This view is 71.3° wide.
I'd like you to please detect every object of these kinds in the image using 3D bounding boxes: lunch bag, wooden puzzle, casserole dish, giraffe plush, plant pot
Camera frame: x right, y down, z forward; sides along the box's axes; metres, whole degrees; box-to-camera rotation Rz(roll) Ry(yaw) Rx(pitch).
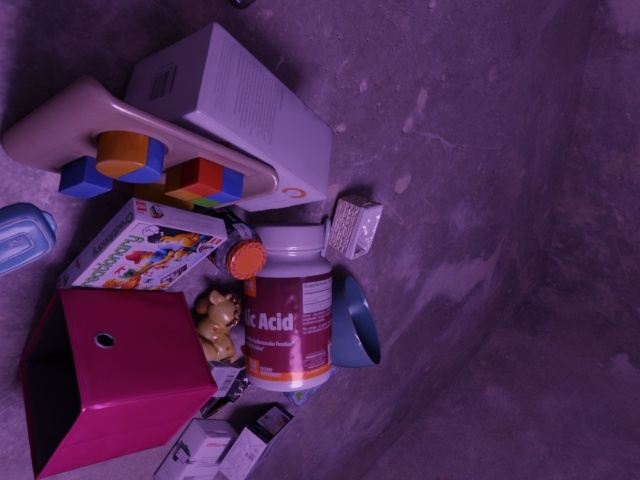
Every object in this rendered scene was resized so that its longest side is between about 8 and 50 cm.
[{"bbox_3d":[-0.044,0.474,1.589,0.219,0.090,0.176,-39,138,-18],"label":"lunch bag"},{"bbox_3d":[-0.297,-0.109,0.752,0.348,0.322,0.080,23,66,-48],"label":"wooden puzzle"},{"bbox_3d":[-0.561,0.011,0.784,0.188,0.037,0.114,-32,136,-26],"label":"casserole dish"},{"bbox_3d":[-0.273,0.211,1.126,0.181,0.210,0.170,82,23,-77],"label":"giraffe plush"},{"bbox_3d":[0.050,0.283,1.438,0.196,0.290,0.290,-21,143,15],"label":"plant pot"}]

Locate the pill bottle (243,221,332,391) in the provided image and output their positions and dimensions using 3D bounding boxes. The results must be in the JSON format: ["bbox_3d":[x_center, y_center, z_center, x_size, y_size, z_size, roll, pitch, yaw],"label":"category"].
[{"bbox_3d":[-0.082,0.153,1.131,0.224,0.224,0.392,-5,96,-43],"label":"pill bottle"}]

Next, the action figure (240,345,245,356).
[{"bbox_3d":[-0.103,0.361,1.419,0.280,0.139,0.091,18,105,-52],"label":"action figure"}]

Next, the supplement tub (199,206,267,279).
[{"bbox_3d":[-0.209,0.001,1.002,0.117,0.190,0.117,-25,132,-31],"label":"supplement tub"}]

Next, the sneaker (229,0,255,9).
[{"bbox_3d":[-0.083,-0.525,0.814,0.234,0.106,0.078,-54,140,0],"label":"sneaker"}]

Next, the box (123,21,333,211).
[{"bbox_3d":[-0.160,-0.200,0.848,0.345,0.215,0.168,29,61,-51],"label":"box"}]

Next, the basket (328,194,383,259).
[{"bbox_3d":[0.100,-0.045,1.331,0.113,0.103,0.167,-19,130,-53],"label":"basket"}]

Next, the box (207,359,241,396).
[{"bbox_3d":[-0.303,0.374,1.260,0.102,0.087,0.101,24,99,-49],"label":"box"}]

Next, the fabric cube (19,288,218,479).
[{"bbox_3d":[-0.410,0.270,0.899,0.258,0.254,0.259,9,130,-47],"label":"fabric cube"}]

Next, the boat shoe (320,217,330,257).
[{"bbox_3d":[0.000,0.000,1.326,0.040,0.049,0.142,9,111,-8],"label":"boat shoe"}]

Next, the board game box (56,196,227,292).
[{"bbox_3d":[-0.354,0.037,0.879,0.305,0.053,0.193,-35,150,30],"label":"board game box"}]

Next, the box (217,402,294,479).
[{"bbox_3d":[-0.204,0.667,1.485,0.169,0.087,0.290,-57,165,4],"label":"box"}]

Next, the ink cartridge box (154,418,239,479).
[{"bbox_3d":[-0.380,0.675,1.397,0.219,0.093,0.160,-55,142,0],"label":"ink cartridge box"}]

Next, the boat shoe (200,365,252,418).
[{"bbox_3d":[-0.254,0.444,1.329,0.233,0.079,0.084,-27,135,-9],"label":"boat shoe"}]
